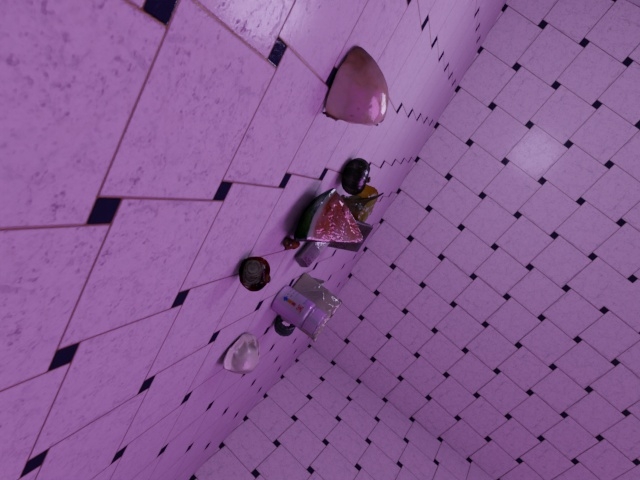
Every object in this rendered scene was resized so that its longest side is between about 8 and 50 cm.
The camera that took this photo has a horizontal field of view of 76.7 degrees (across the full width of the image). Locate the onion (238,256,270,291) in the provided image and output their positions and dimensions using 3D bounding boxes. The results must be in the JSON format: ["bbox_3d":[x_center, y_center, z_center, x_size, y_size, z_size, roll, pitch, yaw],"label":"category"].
[{"bbox_3d":[-0.215,0.111,1.346,0.117,0.118,0.118,-61,168,0],"label":"onion"}]

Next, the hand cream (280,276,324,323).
[{"bbox_3d":[-0.110,0.326,2.268,0.306,0.147,0.093,-53,128,-25],"label":"hand cream"}]

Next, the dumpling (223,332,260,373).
[{"bbox_3d":[-0.354,0.511,1.833,0.252,0.131,0.180,24,79,-57],"label":"dumpling"}]

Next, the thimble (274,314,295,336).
[{"bbox_3d":[-0.196,0.469,2.289,0.135,0.118,0.090,-58,176,-49],"label":"thimble"}]

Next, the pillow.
[{"bbox_3d":[-0.061,0.353,2.174,0.281,0.274,0.076,-51,179,-28],"label":"pillow"}]

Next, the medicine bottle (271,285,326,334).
[{"bbox_3d":[-0.106,0.350,2.018,0.152,0.254,0.152,-54,168,-16],"label":"medicine bottle"}]

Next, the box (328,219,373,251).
[{"bbox_3d":[0.145,-0.034,2.211,0.324,0.047,0.180,11,117,-49],"label":"box"}]

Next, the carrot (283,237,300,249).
[{"bbox_3d":[-0.112,0.016,1.667,0.047,0.047,0.191,-58,168,3],"label":"carrot"}]

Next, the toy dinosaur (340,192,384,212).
[{"bbox_3d":[0.191,-0.166,1.994,0.300,0.447,0.087,7,81,-46],"label":"toy dinosaur"}]

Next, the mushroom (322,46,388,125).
[{"bbox_3d":[0.147,-0.463,1.212,0.236,0.162,0.173,-50,167,-37],"label":"mushroom"}]

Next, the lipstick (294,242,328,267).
[{"bbox_3d":[0.000,0.000,1.949,0.068,0.066,0.317,-4,-143,50],"label":"lipstick"}]

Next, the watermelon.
[{"bbox_3d":[0.027,-0.095,1.628,0.292,0.319,0.222,10,-82,64],"label":"watermelon"}]

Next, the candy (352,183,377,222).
[{"bbox_3d":[0.238,-0.197,2.323,0.260,0.118,0.260,-53,164,-22],"label":"candy"}]

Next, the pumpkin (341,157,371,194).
[{"bbox_3d":[0.159,-0.282,1.793,0.167,0.125,0.167,-44,153,-30],"label":"pumpkin"}]
